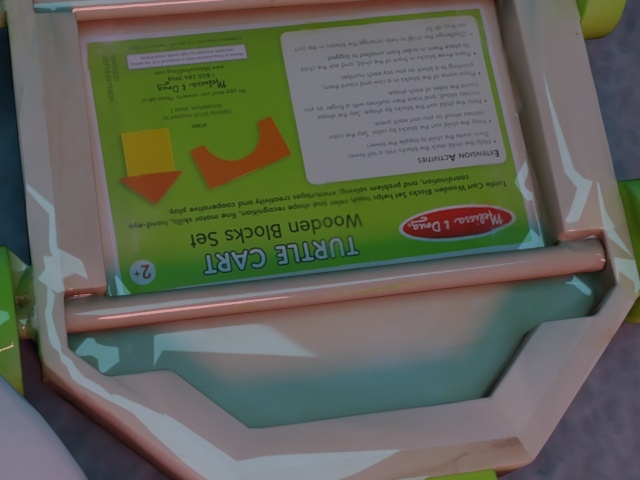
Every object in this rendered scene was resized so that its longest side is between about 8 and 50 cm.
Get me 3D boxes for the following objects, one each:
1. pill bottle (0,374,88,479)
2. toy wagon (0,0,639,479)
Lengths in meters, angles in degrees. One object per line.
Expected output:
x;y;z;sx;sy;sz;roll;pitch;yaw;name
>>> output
-0.179;0.158;0.221;0.204;0.204;0.361;35;33;1;pill bottle
0.000;0.000;0.527;0.267;0.068;0.344;-6;75;-12;toy wagon
